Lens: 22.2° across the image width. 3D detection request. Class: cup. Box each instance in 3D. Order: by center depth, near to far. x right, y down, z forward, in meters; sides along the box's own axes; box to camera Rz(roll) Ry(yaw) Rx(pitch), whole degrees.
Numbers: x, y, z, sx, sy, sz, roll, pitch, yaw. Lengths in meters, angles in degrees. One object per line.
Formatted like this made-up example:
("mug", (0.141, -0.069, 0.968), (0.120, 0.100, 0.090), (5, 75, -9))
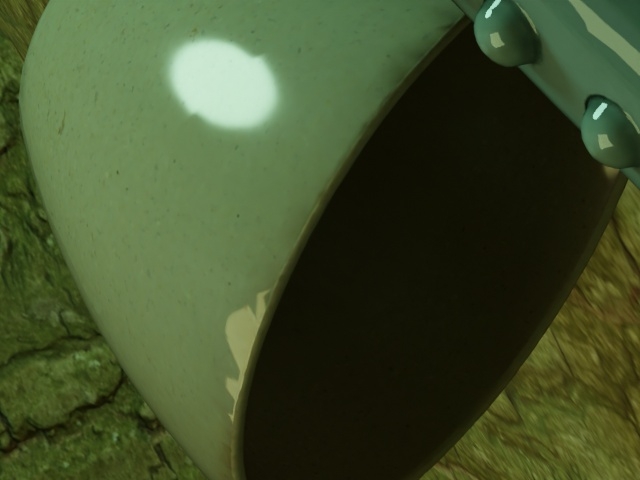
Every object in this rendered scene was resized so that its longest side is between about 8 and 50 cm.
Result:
("cup", (-0.015, -0.048, 0.839), (0.237, 0.331, 0.331), (32, 159, 26))

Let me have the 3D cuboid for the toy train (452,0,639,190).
("toy train", (0.122, -0.125, 0.576), (0.334, 0.190, 0.142), (48, 167, 16))
